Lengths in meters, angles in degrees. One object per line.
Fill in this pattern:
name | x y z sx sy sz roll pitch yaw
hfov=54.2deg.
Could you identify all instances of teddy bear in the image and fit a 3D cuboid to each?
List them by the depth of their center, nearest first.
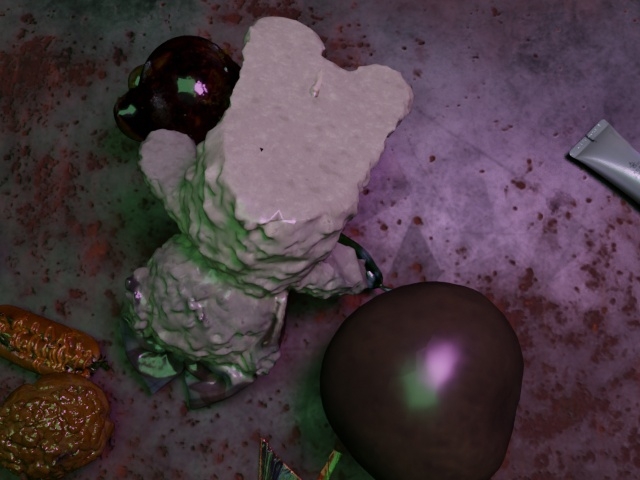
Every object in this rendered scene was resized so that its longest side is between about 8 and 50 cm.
teddy bear | -0.087 -0.018 0.795 0.327 0.362 0.376 26 53 -6

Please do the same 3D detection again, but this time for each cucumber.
cucumber | 0.000 0.000 0.861 0.250 0.056 0.056 35 79 9

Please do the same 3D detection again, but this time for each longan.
longan | 0.122 0.165 0.734 0.245 0.215 0.246 1 99 5

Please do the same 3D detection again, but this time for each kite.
kite | -0.023 0.337 0.798 0.190 0.010 0.159 43 79 8

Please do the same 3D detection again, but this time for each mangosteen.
mangosteen | -0.187 -0.187 0.858 0.183 0.172 0.173 -27 77 -2

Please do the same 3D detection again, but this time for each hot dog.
hot dog | -0.373 0.138 0.827 0.188 0.055 0.072 20 75 6

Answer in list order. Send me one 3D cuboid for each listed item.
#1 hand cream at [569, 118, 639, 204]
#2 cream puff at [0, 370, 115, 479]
hand cream | 0.454 -0.083 0.880 0.078 0.050 0.205 -43 75 -7
cream puff | -0.332 0.234 0.767 0.143 0.103 0.126 -19 102 4
